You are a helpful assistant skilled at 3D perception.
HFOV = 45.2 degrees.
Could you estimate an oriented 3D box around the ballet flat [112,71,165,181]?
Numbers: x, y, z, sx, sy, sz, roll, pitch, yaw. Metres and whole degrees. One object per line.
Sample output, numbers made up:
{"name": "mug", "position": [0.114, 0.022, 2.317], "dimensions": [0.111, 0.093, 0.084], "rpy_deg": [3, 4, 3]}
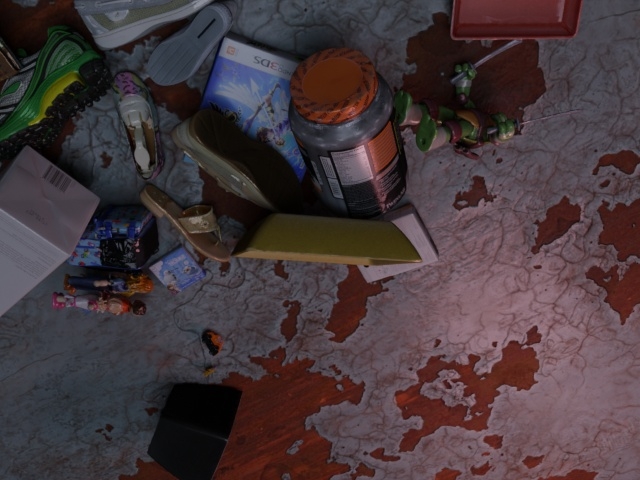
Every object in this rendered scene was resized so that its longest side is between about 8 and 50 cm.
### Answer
{"name": "ballet flat", "position": [-0.355, -0.217, 1.510], "dimensions": [0.077, 0.079, 0.221], "rpy_deg": [-9, 119, -1]}

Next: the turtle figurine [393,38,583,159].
{"name": "turtle figurine", "position": [0.293, -0.270, 1.484], "dimensions": [0.266, 0.275, 0.197], "rpy_deg": [-11, 80, -31]}

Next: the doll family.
{"name": "doll family", "position": [-0.440, 0.097, 1.616], "dimensions": [0.163, 0.263, 0.118], "rpy_deg": [3, 84, 3]}

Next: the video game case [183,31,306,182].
{"name": "video game case", "position": [-0.118, -0.248, 1.535], "dimensions": [0.244, 0.061, 0.269], "rpy_deg": [16, 116, -15]}

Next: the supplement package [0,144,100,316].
{"name": "supplement package", "position": [-0.603, -0.009, 1.494], "dimensions": [0.293, 0.175, 0.177], "rpy_deg": [-33, 120, 32]}

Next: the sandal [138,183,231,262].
{"name": "sandal", "position": [-0.261, -0.049, 1.611], "dimensions": [0.240, 0.088, 0.079], "rpy_deg": [39, 114, -19]}

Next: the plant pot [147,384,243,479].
{"name": "plant pot", "position": [-0.305, 0.452, 1.837], "dimensions": [0.167, 0.187, 0.188], "rpy_deg": [22, 115, -5]}

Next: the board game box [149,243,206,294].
{"name": "board game box", "position": [-0.316, 0.066, 1.705], "dimensions": [0.090, 0.020, 0.090], "rpy_deg": [-31, 117, 10]}

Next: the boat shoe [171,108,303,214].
{"name": "boat shoe", "position": [-0.157, -0.141, 1.507], "dimensions": [0.098, 0.109, 0.302], "rpy_deg": [-13, 141, 45]}

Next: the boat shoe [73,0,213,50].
{"name": "boat shoe", "position": [-0.282, -0.450, 1.373], "dimensions": [0.320, 0.118, 0.103], "rpy_deg": [-21, 124, 12]}

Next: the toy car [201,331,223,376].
{"name": "toy car", "position": [-0.260, 0.263, 1.824], "dimensions": [0.040, 0.060, 0.122], "rpy_deg": [-27, 152, -42]}

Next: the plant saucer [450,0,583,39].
{"name": "plant saucer", "position": [0.378, -0.516, 1.460], "dimensions": [0.258, 0.047, 0.259], "rpy_deg": [-2, 118, -6]}

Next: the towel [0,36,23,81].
{"name": "towel", "position": [-0.722, -0.410, 1.332], "dimensions": [0.271, 0.040, 0.370], "rpy_deg": [-14, 125, 28]}

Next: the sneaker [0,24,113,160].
{"name": "sneaker", "position": [-0.545, -0.267, 1.452], "dimensions": [0.343, 0.134, 0.146], "rpy_deg": [-34, 81, 19]}

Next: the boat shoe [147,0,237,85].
{"name": "boat shoe", "position": [-0.232, -0.366, 1.440], "dimensions": [0.226, 0.076, 0.083], "rpy_deg": [-26, 106, 36]}

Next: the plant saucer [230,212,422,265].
{"name": "plant saucer", "position": [0.000, 0.000, 1.552], "dimensions": [0.333, 0.333, 0.081], "rpy_deg": [4, 86, -12]}

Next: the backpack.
{"name": "backpack", "position": [-0.433, -0.004, 1.582], "dimensions": [0.173, 0.158, 0.116], "rpy_deg": [2, 111, 5]}

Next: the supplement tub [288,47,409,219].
{"name": "supplement tub", "position": [0.054, -0.194, 1.440], "dimensions": [0.194, 0.193, 0.316], "rpy_deg": [-18, 145, 3]}

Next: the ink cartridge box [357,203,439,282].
{"name": "ink cartridge box", "position": [0.158, 0.010, 1.737], "dimensions": [0.179, 0.045, 0.145], "rpy_deg": [-18, 122, 24]}
